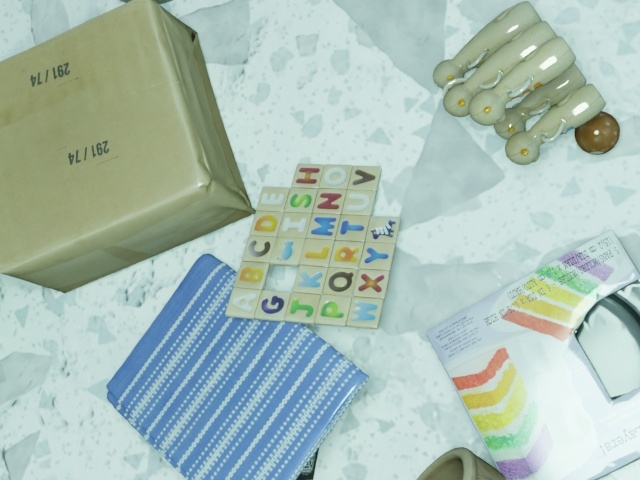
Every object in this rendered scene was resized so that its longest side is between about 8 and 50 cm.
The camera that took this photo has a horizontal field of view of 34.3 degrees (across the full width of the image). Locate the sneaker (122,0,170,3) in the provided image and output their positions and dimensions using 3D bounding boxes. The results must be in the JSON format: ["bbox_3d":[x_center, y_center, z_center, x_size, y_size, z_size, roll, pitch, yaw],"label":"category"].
[{"bbox_3d":[-0.208,-0.422,1.492,0.222,0.083,0.118,-14,56,22],"label":"sneaker"}]

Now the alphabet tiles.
[{"bbox_3d":[0.000,0.000,1.320,0.198,0.009,0.237,3,59,19],"label":"alphabet tiles"}]

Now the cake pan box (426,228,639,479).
[{"bbox_3d":[0.295,0.152,1.210,0.267,0.070,0.246,-29,74,11],"label":"cake pan box"}]

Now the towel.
[{"bbox_3d":[-0.116,0.183,1.305,0.336,0.040,0.243,34,89,40],"label":"towel"}]

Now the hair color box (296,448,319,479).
[{"bbox_3d":[-0.028,0.240,1.295,0.043,0.072,0.141,8,82,20],"label":"hair color box"}]

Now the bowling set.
[{"bbox_3d":[0.249,-0.149,1.230,0.154,0.287,0.200,-36,104,15],"label":"bowling set"}]

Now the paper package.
[{"bbox_3d":[-0.295,-0.125,1.405,0.324,0.168,0.309,-23,72,14],"label":"paper package"}]

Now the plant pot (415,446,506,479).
[{"bbox_3d":[0.181,0.390,1.118,0.229,0.263,0.263,31,90,-2],"label":"plant pot"}]
